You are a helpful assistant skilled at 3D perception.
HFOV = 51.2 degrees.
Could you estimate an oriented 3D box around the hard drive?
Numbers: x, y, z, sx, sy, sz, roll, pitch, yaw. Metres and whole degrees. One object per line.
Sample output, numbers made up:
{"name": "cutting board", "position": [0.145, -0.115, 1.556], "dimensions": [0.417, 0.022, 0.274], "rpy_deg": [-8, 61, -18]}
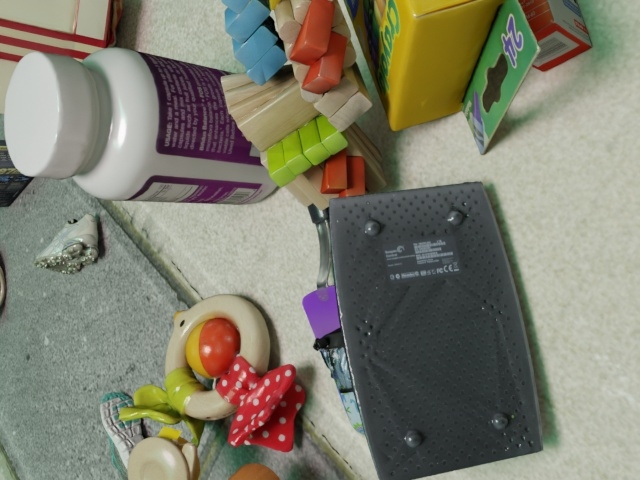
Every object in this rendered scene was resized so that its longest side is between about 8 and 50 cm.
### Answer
{"name": "hard drive", "position": [0.099, 0.079, 0.619], "dimensions": [0.054, 0.172, 0.255], "rpy_deg": [130, 131, -73]}

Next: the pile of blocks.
{"name": "pile of blocks", "position": [-0.023, -0.149, 0.615], "dimensions": [0.113, 0.149, 0.362], "rpy_deg": [-102, -1, -48]}

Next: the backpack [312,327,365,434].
{"name": "backpack", "position": [0.063, 0.136, 0.685], "dimensions": [0.084, 0.105, 0.114], "rpy_deg": [-18, 90, 34]}

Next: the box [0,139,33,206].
{"name": "box", "position": [-0.668, -0.121, 1.252], "dimensions": [0.183, 0.232, 0.059], "rpy_deg": [-31, 76, 38]}

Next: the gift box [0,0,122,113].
{"name": "gift box", "position": [-0.462, -0.324, 1.060], "dimensions": [0.276, 0.258, 0.255], "rpy_deg": [39, 119, 57]}

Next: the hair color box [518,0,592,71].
{"name": "hair color box", "position": [0.176, -0.242, 0.587], "dimensions": [0.053, 0.093, 0.167], "rpy_deg": [-24, 75, 38]}

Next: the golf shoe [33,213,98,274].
{"name": "golf shoe", "position": [-0.441, 0.007, 1.177], "dimensions": [0.176, 0.069, 0.086], "rpy_deg": [-17, 59, 38]}

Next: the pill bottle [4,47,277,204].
{"name": "pill bottle", "position": [-0.190, -0.128, 0.776], "dimensions": [0.169, 0.301, 0.169], "rpy_deg": [0, 90, 42]}

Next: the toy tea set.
{"name": "toy tea set", "position": [-0.073, 0.341, 0.779], "dimensions": [0.336, 0.124, 0.200], "rpy_deg": [11, 94, 23]}

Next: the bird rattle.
{"name": "bird rattle", "position": [-0.134, 0.166, 0.854], "dimensions": [0.253, 0.143, 0.207], "rpy_deg": [-21, 60, 37]}

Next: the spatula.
{"name": "spatula", "position": [0.000, 0.000, 0.788], "dimensions": [0.084, 0.030, 0.296], "rpy_deg": [-20, 77, 39]}

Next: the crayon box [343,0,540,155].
{"name": "crayon box", "position": [0.074, -0.246, 0.607], "dimensions": [0.083, 0.203, 0.323], "rpy_deg": [-18, 75, -4]}

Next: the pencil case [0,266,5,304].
{"name": "pencil case", "position": [-0.849, 0.084, 1.464], "dimensions": [0.410, 0.160, 0.184], "rpy_deg": [8, 88, 42]}

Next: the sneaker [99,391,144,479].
{"name": "sneaker", "position": [-0.313, 0.321, 1.054], "dimensions": [0.076, 0.065, 0.166], "rpy_deg": [-52, 57, 34]}
